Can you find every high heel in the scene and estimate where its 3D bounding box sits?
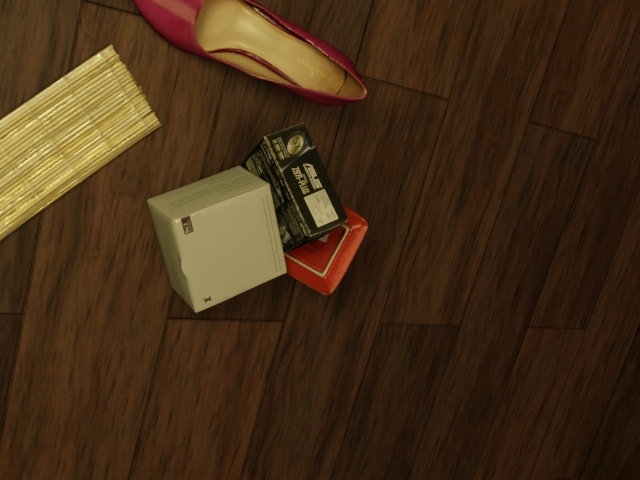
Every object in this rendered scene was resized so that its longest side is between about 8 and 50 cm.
[{"bbox_3d":[-0.097,-0.313,1.155,0.377,0.181,0.127,13,102,-37],"label":"high heel"}]

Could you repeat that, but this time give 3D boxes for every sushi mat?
[{"bbox_3d":[-0.399,-0.145,1.129,0.316,0.019,0.151,-39,126,-13],"label":"sushi mat"}]

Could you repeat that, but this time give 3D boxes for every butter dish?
[{"bbox_3d":[0.000,0.000,1.402,0.159,0.160,0.118,-62,165,6],"label":"butter dish"}]

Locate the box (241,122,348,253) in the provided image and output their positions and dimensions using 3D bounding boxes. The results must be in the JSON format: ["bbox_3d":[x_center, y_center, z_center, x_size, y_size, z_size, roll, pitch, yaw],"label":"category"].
[{"bbox_3d":[-0.046,-0.084,1.265,0.078,0.147,0.180,-24,86,-24],"label":"box"}]

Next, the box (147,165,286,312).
[{"bbox_3d":[-0.174,-0.006,1.278,0.182,0.119,0.180,-23,122,-24],"label":"box"}]
